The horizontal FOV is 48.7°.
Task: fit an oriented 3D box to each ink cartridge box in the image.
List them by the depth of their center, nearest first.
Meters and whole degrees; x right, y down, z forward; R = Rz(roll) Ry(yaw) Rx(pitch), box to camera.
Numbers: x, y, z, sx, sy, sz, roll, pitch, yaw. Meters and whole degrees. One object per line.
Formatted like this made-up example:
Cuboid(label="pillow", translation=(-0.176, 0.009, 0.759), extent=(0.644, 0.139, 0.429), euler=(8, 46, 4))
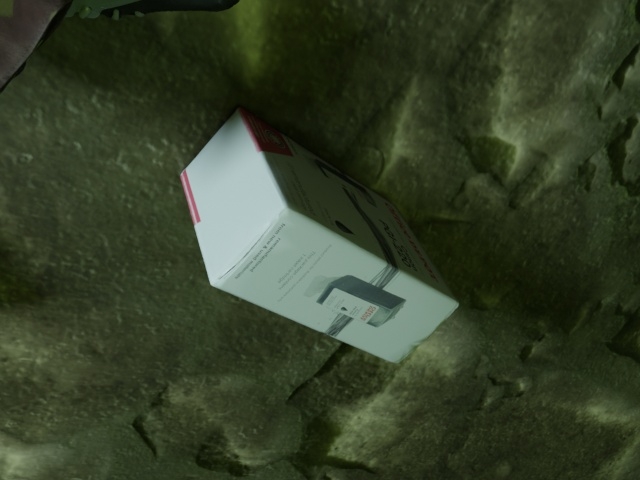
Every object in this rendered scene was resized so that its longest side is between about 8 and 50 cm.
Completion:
Cuboid(label="ink cartridge box", translation=(0.000, 0.000, 0.626), extent=(0.218, 0.158, 0.092), euler=(30, 112, -38))

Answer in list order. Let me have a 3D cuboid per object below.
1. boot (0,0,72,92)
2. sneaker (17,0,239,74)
Cuboid(label="boot", translation=(-0.285, -0.133, 0.392), extent=(0.248, 0.090, 0.207), euler=(-30, 119, 28))
Cuboid(label="sneaker", translation=(-0.174, -0.165, 0.479), extent=(0.228, 0.086, 0.132), euler=(12, 129, -18))
